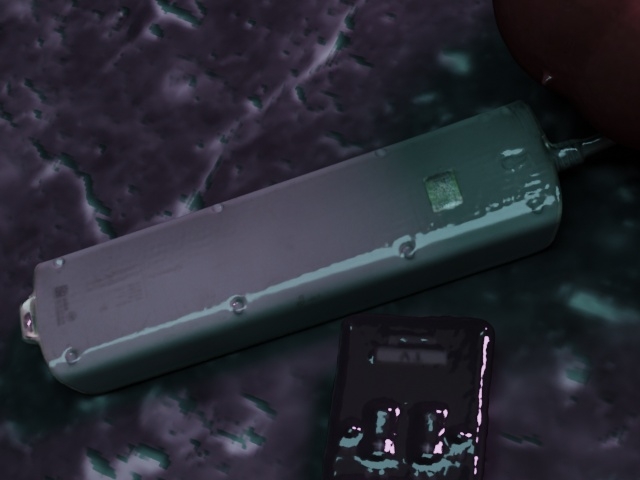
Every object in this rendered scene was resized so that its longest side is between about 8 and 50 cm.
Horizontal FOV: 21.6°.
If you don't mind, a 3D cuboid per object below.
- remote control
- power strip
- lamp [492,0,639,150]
[{"bbox_3d":[0.024,0.137,0.592,0.063,0.025,0.245,0,60,15],"label":"remote control"},{"bbox_3d":[0.000,0.000,0.678,0.252,0.027,0.060,-18,56,5],"label":"power strip"},{"bbox_3d":[0.146,-0.115,0.646,0.182,0.140,0.182,1,69,-2],"label":"lamp"}]
